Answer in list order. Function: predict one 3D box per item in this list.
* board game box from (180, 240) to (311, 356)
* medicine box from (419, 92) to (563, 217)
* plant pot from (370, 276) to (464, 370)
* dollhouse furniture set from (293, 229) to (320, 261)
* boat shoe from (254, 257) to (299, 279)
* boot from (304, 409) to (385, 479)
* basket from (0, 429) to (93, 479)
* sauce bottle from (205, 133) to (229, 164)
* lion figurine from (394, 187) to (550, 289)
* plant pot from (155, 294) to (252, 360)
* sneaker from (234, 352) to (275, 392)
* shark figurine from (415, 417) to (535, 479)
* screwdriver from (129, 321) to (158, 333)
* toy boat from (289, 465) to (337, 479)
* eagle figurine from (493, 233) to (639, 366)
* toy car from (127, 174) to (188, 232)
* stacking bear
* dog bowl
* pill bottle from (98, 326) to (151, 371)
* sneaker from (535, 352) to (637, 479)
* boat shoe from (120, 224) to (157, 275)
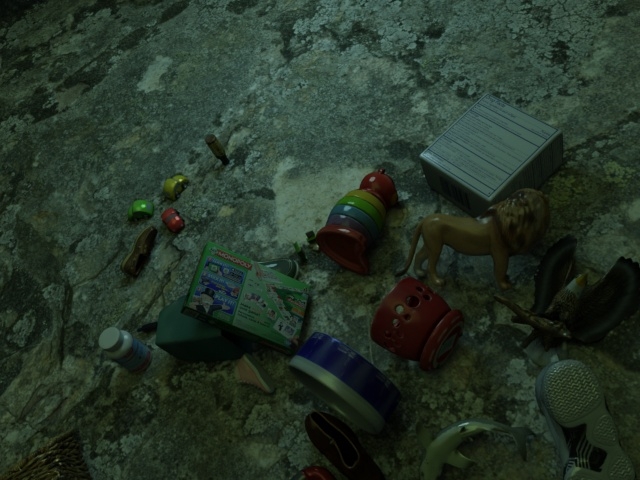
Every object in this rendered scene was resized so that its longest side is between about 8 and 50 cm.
[{"bbox_3d":[-0.190,0.156,1.742,0.317,0.046,0.213,25,50,-15],"label":"board game box"},{"bbox_3d":[0.475,-0.225,1.810,0.289,0.149,0.263,-43,53,-9],"label":"medicine box"},{"bbox_3d":[0.244,0.207,1.595,0.174,0.191,0.191,29,72,29],"label":"plant pot"},{"bbox_3d":[0.000,0.000,1.907,0.152,0.058,0.076,-26,53,4],"label":"dollhouse furniture set"},{"bbox_3d":[-0.219,0.118,1.891,0.320,0.099,0.116,-19,53,9],"label":"boat shoe"},{"bbox_3d":[0.019,0.448,1.467,0.096,0.280,0.264,-38,53,-5],"label":"boot"},{"bbox_3d":[-0.787,0.639,1.704,0.299,0.213,0.223,-38,54,-5],"label":"basket"},{"bbox_3d":[-0.345,-0.304,2.198,0.042,0.128,0.042,-10,56,16],"label":"sauce bottle"},{"bbox_3d":[0.376,-0.009,1.653,0.392,0.142,0.240,-1,102,15],"label":"lion figurine"},{"bbox_3d":[-0.331,0.244,1.821,0.234,0.165,0.165,-15,54,19],"label":"plant pot"},{"bbox_3d":[-0.181,0.373,1.746,0.070,0.051,0.134,-49,63,9],"label":"sneaker"},{"bbox_3d":[0.327,0.440,1.472,0.278,0.116,0.166,-27,86,13],"label":"shark figurine"},{"bbox_3d":[-0.567,0.279,1.973,0.170,0.024,0.025,-20,25,10],"label":"screwdriver"},{"bbox_3d":[-0.007,0.611,1.453,0.151,0.151,0.231,-41,53,-7],"label":"toy boat"},{"bbox_3d":[0.591,0.136,1.535,0.298,0.225,0.226,-32,91,-38],"label":"eagle figurine"},{"bbox_3d":[-0.562,-0.117,2.209,0.225,0.053,0.239,-12,55,14],"label":"toy car"},{"bbox_3d":[0.124,-0.078,1.858,0.164,0.175,0.289,21,58,23],"label":"stacking bear"},{"bbox_3d":[0.056,0.336,1.537,0.265,0.265,0.104,27,68,33],"label":"dog bowl"},{"bbox_3d":[-0.559,0.310,1.862,0.087,0.160,0.087,-10,56,16],"label":"pill bottle"},{"bbox_3d":[0.555,0.414,1.376,0.137,0.210,0.365,-16,88,12],"label":"sneaker"},{"bbox_3d":[-0.575,0.035,2.113,0.060,0.064,0.178,22,75,26],"label":"boat shoe"}]
